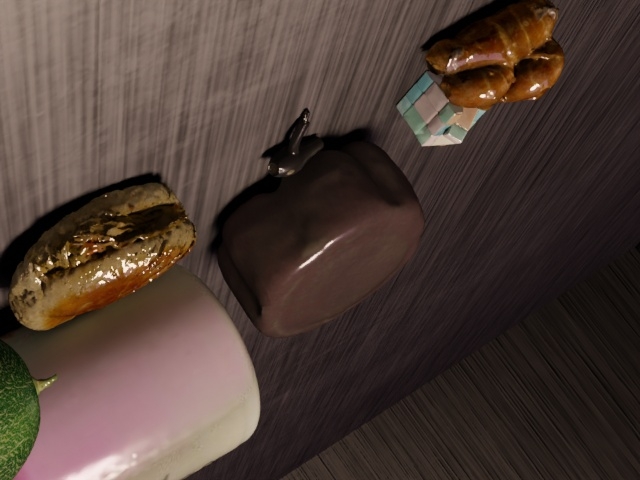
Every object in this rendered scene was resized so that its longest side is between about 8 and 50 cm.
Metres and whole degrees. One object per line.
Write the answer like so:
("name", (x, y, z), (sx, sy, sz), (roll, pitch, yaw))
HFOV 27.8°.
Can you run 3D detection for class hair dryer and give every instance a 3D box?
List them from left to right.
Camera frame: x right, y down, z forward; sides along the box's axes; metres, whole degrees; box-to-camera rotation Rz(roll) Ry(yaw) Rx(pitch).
("hair dryer", (-0.016, -0.105, 1.316), (0.079, 0.031, 0.083), (-37, 161, -43))

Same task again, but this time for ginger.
("ginger", (0.186, -0.188, 1.371), (0.162, 0.103, 0.073), (-24, -162, -16))

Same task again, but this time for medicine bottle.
("medicine bottle", (-0.268, 0.190, 1.270), (0.388, 0.219, 0.219), (-29, 163, -30))

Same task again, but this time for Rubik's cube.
("Rubik's cube", (0.139, -0.142, 1.434), (0.075, 0.084, 0.073), (-27, 170, 40))

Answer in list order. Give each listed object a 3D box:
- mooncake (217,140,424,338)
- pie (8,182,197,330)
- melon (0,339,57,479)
("mooncake", (0.000, 0.000, 1.449), (0.245, 0.133, 0.245), (-33, 165, -10))
("pie", (-0.197, 0.020, 1.195), (0.193, 0.079, 0.163), (-29, 169, -32))
("melon", (-0.348, 0.155, 1.036), (0.287, 0.182, 0.182), (-13, 157, -23))
